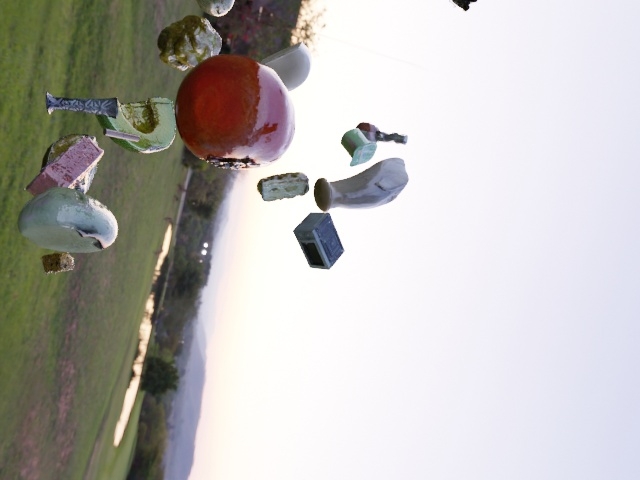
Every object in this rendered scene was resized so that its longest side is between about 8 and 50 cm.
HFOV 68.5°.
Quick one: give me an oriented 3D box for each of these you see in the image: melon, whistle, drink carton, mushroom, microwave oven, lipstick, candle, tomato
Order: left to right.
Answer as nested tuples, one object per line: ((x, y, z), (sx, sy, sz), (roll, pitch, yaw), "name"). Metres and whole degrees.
((-0.935, -0.256, 1.764), (0.287, 0.131, 0.317), (-48, -157, -5), "candle")
((-0.511, -0.270, 1.208), (0.019, 0.094, 0.019), (0, -90, 33), "lipstick")
((-0.570, -0.338, 1.446), (0.129, 0.265, 0.169), (-18, -86, 34), "melon")
((-0.353, -0.830, 1.555), (0.139, 0.139, 0.192), (146, -68, -73), "melon")
((-0.235, -0.348, 1.313), (0.293, 0.325, 0.290), (9, 86, -77), "tomato")
((0.000, 0.000, 2.001), (0.162, 0.122, 0.208), (-48, 128, -37), "microwave oven")
((0.184, -0.475, 2.350), (0.142, 0.144, 0.146), (58, -28, 26), "drink carton")
((0.106, -0.126, 1.145), (0.096, 0.247, 0.108), (-126, -157, -54), "mushroom")
((0.309, -0.577, 2.574), (0.134, 0.346, 0.142), (-67, 150, -14), "whistle")

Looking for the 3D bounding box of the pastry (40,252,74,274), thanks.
((-0.961, 0.081, 1.713), (0.056, 0.140, 0.080), (16, 65, -66), "pastry")

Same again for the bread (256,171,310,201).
((-0.161, -0.239, 2.047), (0.088, 0.232, 0.128), (-119, -154, -45), "bread")

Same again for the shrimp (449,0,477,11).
((0.386, -0.704, 1.313), (0.174, 0.076, 0.082), (57, -38, 27), "shrimp")

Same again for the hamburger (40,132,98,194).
((-1.115, -0.337, 2.075), (0.132, 0.211, 0.309), (133, -38, -67), "hamburger")

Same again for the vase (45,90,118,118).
((-0.621, -0.353, 1.229), (0.059, 0.167, 0.059), (8, -81, 63), "vase")

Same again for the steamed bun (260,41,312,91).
((-0.147, -0.764, 2.111), (0.146, 0.241, 0.164), (-79, 147, -55), "steamed bun")

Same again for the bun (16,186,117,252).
((-0.779, -0.075, 1.469), (0.283, 0.283, 0.179), (128, -35, -64), "bun")

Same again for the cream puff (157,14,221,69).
((-0.512, -0.769, 1.845), (0.244, 0.196, 0.244), (-14, -115, 33), "cream puff")
